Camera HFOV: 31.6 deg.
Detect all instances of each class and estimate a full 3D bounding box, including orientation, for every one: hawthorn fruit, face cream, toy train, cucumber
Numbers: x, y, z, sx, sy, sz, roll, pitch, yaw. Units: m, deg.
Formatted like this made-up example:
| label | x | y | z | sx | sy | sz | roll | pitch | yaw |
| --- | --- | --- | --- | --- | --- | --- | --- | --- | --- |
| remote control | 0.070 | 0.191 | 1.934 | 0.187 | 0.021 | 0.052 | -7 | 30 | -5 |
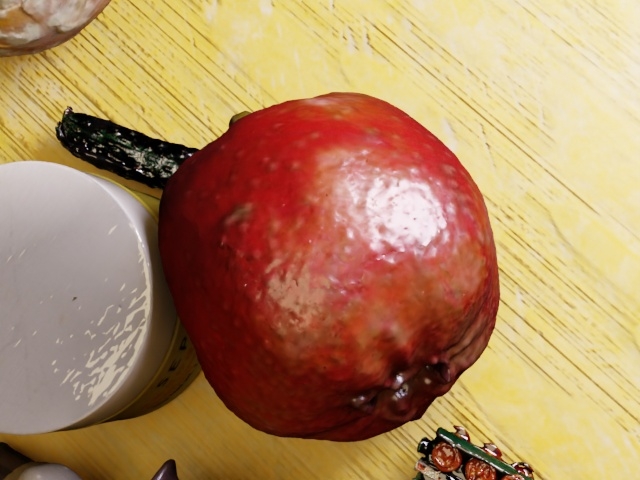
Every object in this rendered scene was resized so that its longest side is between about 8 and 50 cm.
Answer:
| label | x | y | z | sx | sy | sz | roll | pitch | yaw |
| --- | --- | --- | --- | --- | --- | --- | --- | --- | --- |
| hawthorn fruit | 0.000 | 0.000 | 0.898 | 0.265 | 0.265 | 0.307 | -31 | 58 | 9 |
| face cream | -0.212 | 0.051 | 0.969 | 0.218 | 0.179 | 0.218 | -1 | 85 | 13 |
| toy train | 0.186 | 0.235 | 0.925 | 0.250 | 0.053 | 0.085 | 26 | 97 | 14 |
| cucumber | -0.165 | -0.076 | 1.038 | 0.181 | 0.053 | 0.053 | 20 | 90 | 14 |

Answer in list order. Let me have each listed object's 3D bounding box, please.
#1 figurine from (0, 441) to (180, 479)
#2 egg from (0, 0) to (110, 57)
| label | x | y | z | sx | sy | sz | roll | pitch | yaw |
| --- | --- | --- | --- | --- | --- | --- | --- | --- | --- |
| figurine | -0.182 | 0.272 | 0.929 | 0.365 | 0.206 | 0.218 | 18 | 81 | 15 |
| egg | -0.266 | -0.267 | 1.007 | 0.233 | 0.195 | 0.195 | -24 | 80 | 16 |
